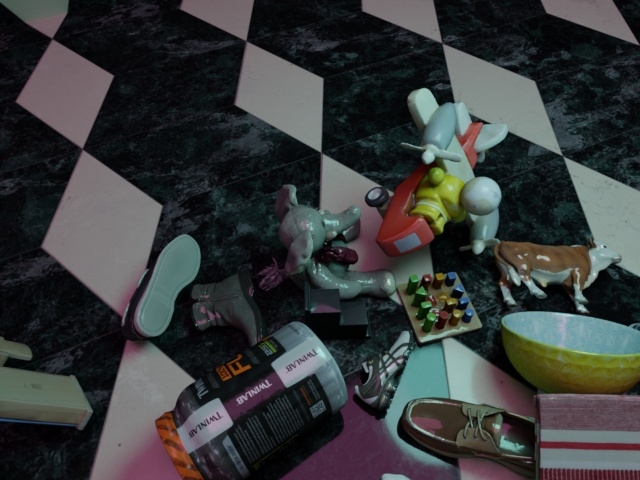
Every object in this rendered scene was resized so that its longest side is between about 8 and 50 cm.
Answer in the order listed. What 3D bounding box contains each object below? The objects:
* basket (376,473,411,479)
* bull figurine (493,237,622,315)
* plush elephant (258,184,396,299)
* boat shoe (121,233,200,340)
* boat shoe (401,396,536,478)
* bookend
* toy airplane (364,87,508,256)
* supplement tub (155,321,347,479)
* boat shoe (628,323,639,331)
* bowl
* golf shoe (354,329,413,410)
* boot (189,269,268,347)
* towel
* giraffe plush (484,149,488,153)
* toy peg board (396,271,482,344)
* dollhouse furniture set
[{"bbox_3d":[0.184,0.562,0.742,0.267,0.328,0.331,6,54,0],"label":"basket"},{"bbox_3d":[0.583,0.077,1.223,0.311,0.101,0.188,4,56,3],"label":"bull figurine"},{"bbox_3d":[0.000,0.000,1.183,0.330,0.255,0.271,-13,55,-9],"label":"plush elephant"},{"bbox_3d":[-0.388,0.107,1.202,0.091,0.114,0.302,-22,31,32],"label":"boat shoe"},{"bbox_3d":[0.328,0.378,0.996,0.325,0.116,0.123,11,55,7],"label":"boat shoe"},{"bbox_3d":[0.041,0.161,1.129,0.156,0.157,0.072,-2,55,-1],"label":"bookend"},{"bbox_3d":[0.324,-0.142,1.170,0.386,0.384,0.272,-3,21,-32],"label":"toy airplane"},{"bbox_3d":[-0.132,0.328,0.978,0.338,0.207,0.207,-30,59,-20],"label":"supplement tub"},{"bbox_3d":[0.812,0.219,1.131,0.183,0.083,0.065,15,56,11],"label":"boat shoe"},{"bbox_3d":[0.522,0.260,1.037,0.290,0.289,0.156,3,97,2],"label":"bowl"},{"bbox_3d":[0.143,0.272,1.099,0.094,0.077,0.198,22,56,16],"label":"golf shoe"},{"bbox_3d":[-0.218,0.189,1.169,0.161,0.083,0.246,-19,51,-5],"label":"boot"},{"bbox_3d":[0.509,0.447,0.903,0.237,0.037,0.328,2,87,0],"label":"towel"},{"bbox_3d":[0.354,-0.209,1.386,0.181,0.210,0.170,24,60,-13],"label":"giraffe plush"},{"bbox_3d":[0.288,0.144,1.188,0.161,0.079,0.161,-12,56,-8],"label":"toy peg board"},{"bbox_3d":[-0.667,0.403,1.014,0.286,0.198,0.303,30,89,44],"label":"dollhouse furniture set"}]
